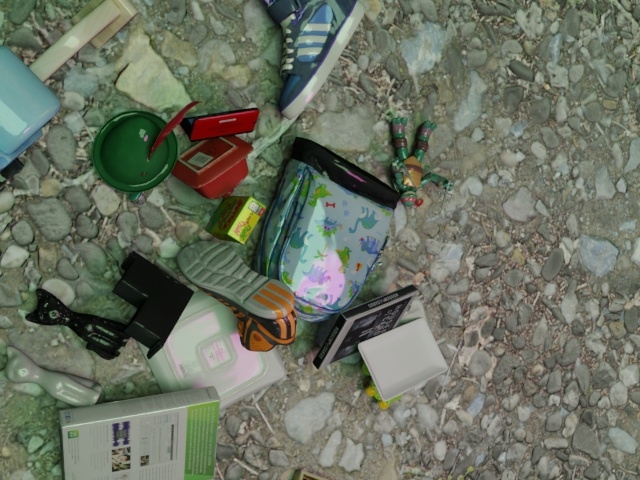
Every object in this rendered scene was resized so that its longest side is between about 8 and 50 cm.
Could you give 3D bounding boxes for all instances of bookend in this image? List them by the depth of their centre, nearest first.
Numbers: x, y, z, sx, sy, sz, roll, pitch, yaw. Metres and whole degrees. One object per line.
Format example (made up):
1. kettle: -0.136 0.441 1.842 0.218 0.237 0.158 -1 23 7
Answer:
1. bookend: -0.368 0.132 1.686 0.156 0.072 0.157 35 48 -13

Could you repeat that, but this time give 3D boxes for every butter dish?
1. butter dish: -0.222 -0.144 1.756 0.160 0.160 0.118 -37 130 -18

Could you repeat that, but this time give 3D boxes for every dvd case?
1. dvd case: 0.104 0.196 1.864 0.239 0.029 0.179 -17 145 -40

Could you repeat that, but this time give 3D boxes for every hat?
1. hat: -0.365 -0.210 1.634 0.173 0.183 0.208 31 78 -5

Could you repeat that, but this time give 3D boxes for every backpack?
1. backpack: 0.000 0.000 1.809 0.290 0.273 0.355 29 100 -27

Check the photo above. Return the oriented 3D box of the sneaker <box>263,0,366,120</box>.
1. sneaker: -0.070 -0.456 1.808 0.236 0.130 0.322 32 85 -12

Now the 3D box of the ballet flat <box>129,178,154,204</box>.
1. ballet flat: -0.365 -0.125 1.744 0.041 0.041 0.114 31 82 -22

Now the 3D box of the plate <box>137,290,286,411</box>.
1. plate: -0.236 0.248 1.814 0.278 0.045 0.277 -26 103 -20

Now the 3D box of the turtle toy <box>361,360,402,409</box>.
1. turtle toy: 0.150 0.336 1.970 0.095 0.066 0.130 -41 106 9

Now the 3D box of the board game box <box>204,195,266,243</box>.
1. board game box: -0.184 -0.046 1.742 0.043 0.181 0.092 35 80 -21

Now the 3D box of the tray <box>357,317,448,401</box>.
1. tray: 0.192 0.280 1.938 0.270 0.030 0.145 -14 76 -48

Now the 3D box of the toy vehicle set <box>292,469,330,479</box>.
1. toy vehicle set: 0.040 0.662 1.923 0.267 0.035 0.165 27 56 -22

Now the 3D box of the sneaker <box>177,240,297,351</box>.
1. sneaker: -0.180 0.134 1.739 0.125 0.321 0.180 -36 141 -30

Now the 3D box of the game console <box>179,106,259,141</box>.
1. game console: -0.216 -0.264 1.734 0.144 0.124 0.085 -13 70 -22

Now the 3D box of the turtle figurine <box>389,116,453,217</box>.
1. turtle figurine: 0.219 -0.169 1.943 0.175 0.118 0.234 10 74 -38

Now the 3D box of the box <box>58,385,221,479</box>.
1. box: -0.375 0.430 1.711 0.322 0.058 0.232 -5 122 -22

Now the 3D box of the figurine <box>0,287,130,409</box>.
1. figurine: -0.528 0.231 1.674 0.210 0.092 0.214 29 83 -14

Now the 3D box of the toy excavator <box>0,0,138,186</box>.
1. toy excavator: -0.551 -0.289 1.532 0.445 0.433 0.222 -36 108 12
